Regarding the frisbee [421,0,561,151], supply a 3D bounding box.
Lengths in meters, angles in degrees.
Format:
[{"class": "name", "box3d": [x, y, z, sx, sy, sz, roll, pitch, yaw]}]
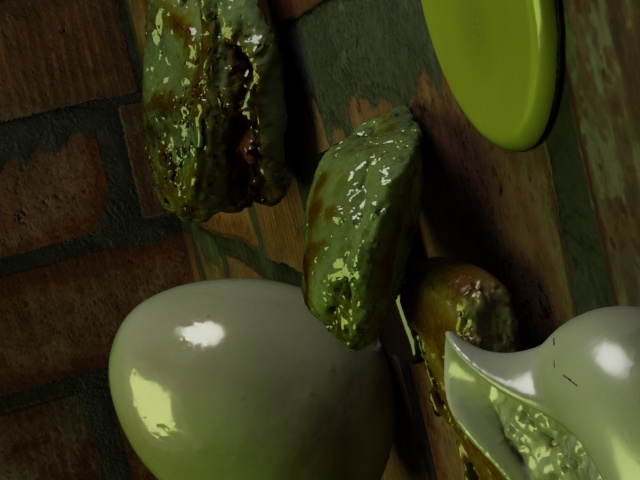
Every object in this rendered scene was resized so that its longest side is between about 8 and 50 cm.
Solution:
[{"class": "frisbee", "box3d": [0.108, -0.174, 0.891, 0.236, 0.017, 0.236, 164, 90, -78]}]

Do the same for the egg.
[{"class": "egg", "box3d": [-0.076, 0.182, 1.459, 0.283, 0.345, 0.283, -61, 14, 26]}]

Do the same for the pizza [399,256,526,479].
[{"class": "pizza", "box3d": [0.143, 0.152, 1.004, 0.189, 0.071, 0.297, 164, 90, -78]}]

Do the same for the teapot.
[{"class": "teapot", "box3d": [0.174, 0.153, 0.677, 0.300, 0.165, 0.208, -103, 18, -48]}]

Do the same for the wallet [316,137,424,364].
[{"class": "wallet", "box3d": [0.059, 0.007, 1.288, 0.182, 0.049, 0.229, 176, 78, -78]}]

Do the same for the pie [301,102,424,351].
[{"class": "pie", "box3d": [0.029, -0.014, 1.081, 0.248, 0.090, 0.201, -95, 21, -72]}]

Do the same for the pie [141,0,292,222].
[{"class": "pie", "box3d": [-0.148, -0.235, 1.650, 0.395, 0.180, 0.418, -171, 73, -78]}]
